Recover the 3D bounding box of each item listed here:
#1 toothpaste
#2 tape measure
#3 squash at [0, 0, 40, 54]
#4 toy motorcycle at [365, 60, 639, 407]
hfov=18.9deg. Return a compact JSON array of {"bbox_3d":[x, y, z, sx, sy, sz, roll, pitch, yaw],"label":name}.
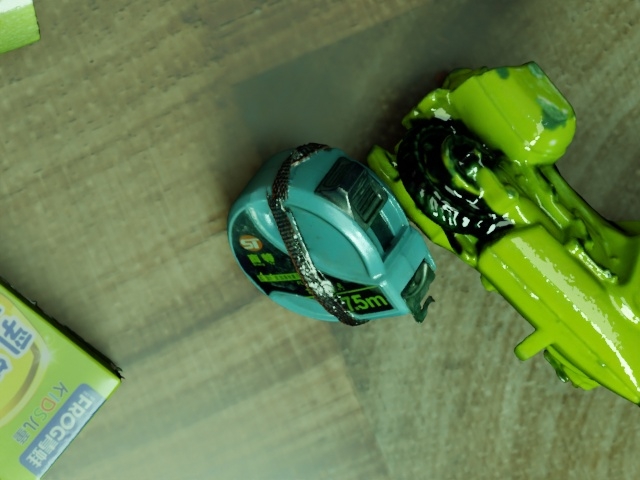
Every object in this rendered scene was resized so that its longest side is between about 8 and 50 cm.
[{"bbox_3d":[-0.292,0.034,1.311,0.327,0.077,0.110,41,86,-12],"label":"toothpaste"},{"bbox_3d":[0.000,0.000,1.340,0.081,0.125,0.146,-54,125,-36],"label":"tape measure"},{"bbox_3d":[-0.285,-0.160,1.278,0.186,0.123,0.123,-19,99,-4],"label":"squash"},{"bbox_3d":[0.196,0.016,1.363,0.342,0.206,0.142,45,118,-2],"label":"toy motorcycle"}]
